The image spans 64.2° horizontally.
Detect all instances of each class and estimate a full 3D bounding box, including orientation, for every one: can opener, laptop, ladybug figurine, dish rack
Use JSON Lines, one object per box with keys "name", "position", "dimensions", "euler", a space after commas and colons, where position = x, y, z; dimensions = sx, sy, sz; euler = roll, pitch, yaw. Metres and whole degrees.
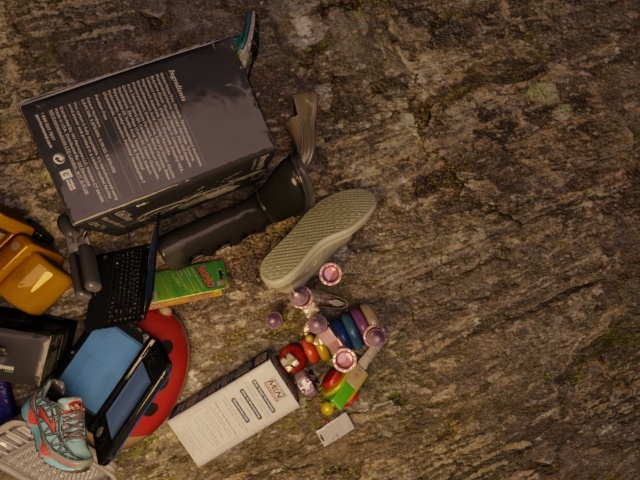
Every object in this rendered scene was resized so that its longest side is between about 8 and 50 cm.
{"name": "can opener", "position": [-0.671, 0.037, 1.390], "dimensions": [0.076, 0.283, 0.095], "euler": [-40, 140, 9]}
{"name": "laptop", "position": [-0.510, 0.085, 1.313], "dimensions": [0.265, 0.136, 0.234], "euler": [-11, 58, 9]}
{"name": "ladybug figurine", "position": [-0.542, 0.393, 1.453], "dimensions": [0.305, 0.162, 0.448], "euler": [23, 85, -11]}
{"name": "dish rack", "position": [-0.732, 0.582, 1.380], "dimensions": [0.286, 0.072, 0.333], "euler": [-31, 115, 25]}

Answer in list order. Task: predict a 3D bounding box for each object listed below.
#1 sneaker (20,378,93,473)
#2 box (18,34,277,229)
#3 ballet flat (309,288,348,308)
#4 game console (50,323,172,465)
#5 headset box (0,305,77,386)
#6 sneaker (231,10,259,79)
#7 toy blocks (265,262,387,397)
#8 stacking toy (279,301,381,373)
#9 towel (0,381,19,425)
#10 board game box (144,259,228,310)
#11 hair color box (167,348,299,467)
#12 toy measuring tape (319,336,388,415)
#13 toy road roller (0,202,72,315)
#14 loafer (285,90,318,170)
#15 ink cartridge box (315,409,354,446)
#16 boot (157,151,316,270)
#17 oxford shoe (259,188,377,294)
{"name": "sneaker", "position": [-0.616, 0.433, 1.214], "dimensions": [0.262, 0.104, 0.125], "euler": [37, 93, 27]}
{"name": "box", "position": [-0.403, -0.236, 1.318], "dimensions": [0.472, 0.480, 0.297], "euler": [-25, 93, -11]}
{"name": "ballet flat", "position": [0.009, 0.187, 1.626], "dimensions": [0.168, 0.052, 0.057], "euler": [8, 88, -12]}
{"name": "game console", "position": [-0.545, 0.360, 1.288], "dimensions": [0.173, 0.250, 0.293], "euler": [36, 84, -31]}
{"name": "headset box", "position": [-0.812, 0.270, 1.335], "dimensions": [0.247, 0.283, 0.131], "euler": [13, 87, -11]}
{"name": "sneaker", "position": [-0.256, -0.577, 1.551], "dimensions": [0.110, 0.107, 0.275], "euler": [18, 84, 2]}
{"name": "toy blocks", "position": [-0.006, 0.254, 1.419], "dimensions": [0.309, 0.260, 0.288], "euler": [-36, 84, -2]}
{"name": "stacking toy", "position": [0.025, 0.316, 1.596], "dimensions": [0.331, 0.141, 0.141], "euler": [-22, 94, -6]}
{"name": "towel", "position": [-1.009, 0.465, 1.405], "dimensions": [0.309, 0.076, 0.227], "euler": [-11, 99, -12]}
{"name": "board game box", "position": [-0.407, 0.130, 1.509], "dimensions": [0.260, 0.124, 0.039], "euler": [-13, 134, -10]}
{"name": "hair color box", "position": [-0.252, 0.494, 1.514], "dimensions": [0.347, 0.105, 0.173], "euler": [-31, 98, 0]}
{"name": "toy measuring tape", "position": [0.097, 0.423, 1.638], "dimensions": [0.121, 0.121, 0.330], "euler": [46, 59, -8]}
{"name": "toy road roller", "position": [-0.799, 0.059, 1.319], "dimensions": [0.241, 0.329, 0.202], "euler": [40, 81, 13]}
{"name": "loafer", "position": [-0.063, -0.339, 1.594], "dimensions": [0.092, 0.102, 0.268], "euler": [6, 79, -11]}
{"name": "ink cartridge box", "position": [0.045, 0.606, 1.646], "dimensions": [0.115, 0.029, 0.062], "euler": [-29, 96, -10]}
{"name": "boot", "position": [-0.249, -0.068, 1.422], "dimensions": [0.446, 0.367, 0.146], "euler": [-21, 78, -11]}
{"name": "oxford shoe", "position": [0.000, 0.000, 1.596], "dimensions": [0.449, 0.130, 0.169], "euler": [-43, 53, -16]}
